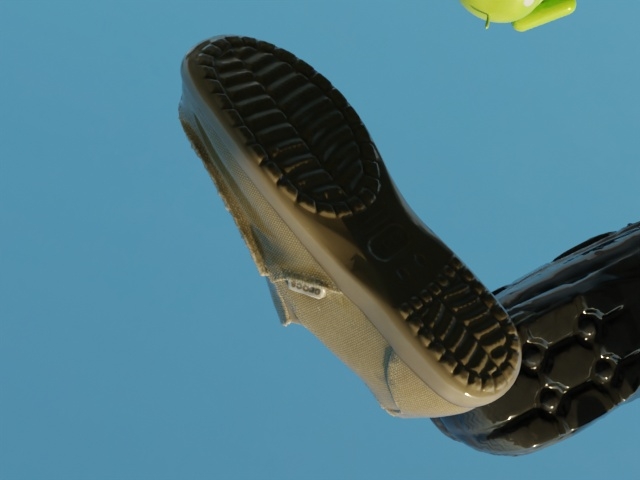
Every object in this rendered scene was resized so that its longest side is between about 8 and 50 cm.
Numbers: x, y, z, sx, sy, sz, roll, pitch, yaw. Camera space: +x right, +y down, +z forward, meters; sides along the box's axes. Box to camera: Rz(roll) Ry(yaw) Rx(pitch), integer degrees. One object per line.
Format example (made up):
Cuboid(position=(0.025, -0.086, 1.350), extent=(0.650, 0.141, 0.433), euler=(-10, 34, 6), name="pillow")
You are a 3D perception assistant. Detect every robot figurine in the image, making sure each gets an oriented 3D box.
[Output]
Cuboid(position=(0.126, -0.186, 1.291), extent=(0.067, 0.101, 0.115), euler=(0, -144, 37), name="robot figurine")

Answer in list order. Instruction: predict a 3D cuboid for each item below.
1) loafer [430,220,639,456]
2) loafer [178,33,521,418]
Cuboid(position=(0.138, 0.022, 0.803), extent=(0.223, 0.078, 0.076), euler=(-21, -79, -19), name="loafer")
Cuboid(position=(0.000, 0.000, 0.629), extent=(0.056, 0.050, 0.148), euler=(-25, -106, -46), name="loafer")
